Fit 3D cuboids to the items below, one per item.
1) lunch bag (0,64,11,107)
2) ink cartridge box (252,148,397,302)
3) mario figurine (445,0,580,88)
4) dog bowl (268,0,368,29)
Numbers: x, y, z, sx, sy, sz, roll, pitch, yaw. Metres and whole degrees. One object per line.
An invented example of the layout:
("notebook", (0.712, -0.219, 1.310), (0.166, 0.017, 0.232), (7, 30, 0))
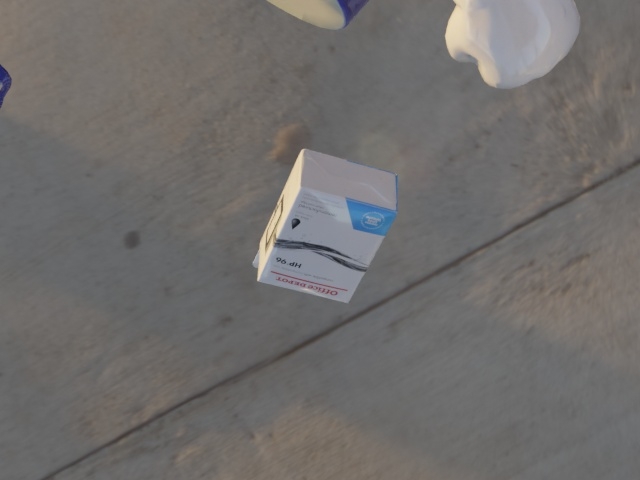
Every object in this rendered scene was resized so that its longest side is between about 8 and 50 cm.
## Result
("lunch bag", (-0.269, -0.049, 0.331), (0.293, 0.221, 0.138), (34, 110, -9))
("ink cartridge box", (0.000, 0.000, 0.591), (0.048, 0.028, 0.083), (14, 134, -12))
("mario figurine", (0.071, -0.194, 0.601), (0.320, 0.198, 0.170), (17, 124, 5))
("dog bowl", (-0.052, -0.288, 0.984), (0.265, 0.265, 0.104), (36, 87, 10))
